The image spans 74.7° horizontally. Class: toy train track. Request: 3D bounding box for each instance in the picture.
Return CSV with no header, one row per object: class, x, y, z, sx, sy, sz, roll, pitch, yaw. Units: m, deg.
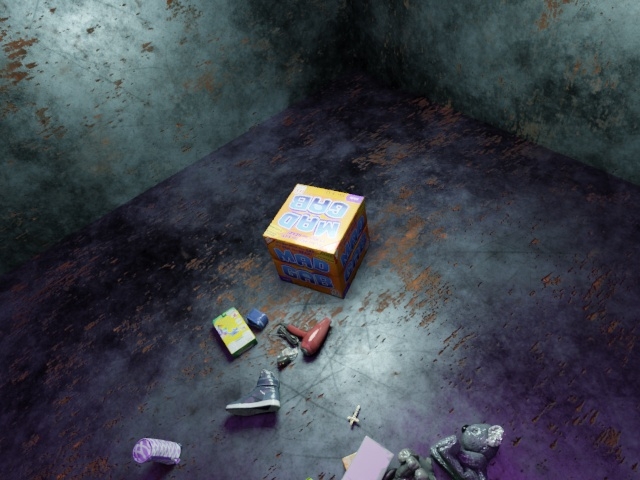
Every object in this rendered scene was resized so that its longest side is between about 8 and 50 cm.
toy train track,0.136,0.684,1.636,0.048,0.014,0.083,10,47,29

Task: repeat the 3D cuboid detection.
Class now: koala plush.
koala plush,0.523,0.713,1.419,0.221,0.196,0.203,-36,63,-18

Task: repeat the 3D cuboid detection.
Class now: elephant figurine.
elephant figurine,0.263,0.830,1.398,0.239,0.186,0.169,-50,15,5

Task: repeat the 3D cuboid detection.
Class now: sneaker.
sneaker,-0.274,0.626,1.730,0.227,0.086,0.163,-10,47,6

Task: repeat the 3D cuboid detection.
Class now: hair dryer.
hair dryer,-0.086,0.416,1.873,0.294,0.080,0.223,-18,48,-4

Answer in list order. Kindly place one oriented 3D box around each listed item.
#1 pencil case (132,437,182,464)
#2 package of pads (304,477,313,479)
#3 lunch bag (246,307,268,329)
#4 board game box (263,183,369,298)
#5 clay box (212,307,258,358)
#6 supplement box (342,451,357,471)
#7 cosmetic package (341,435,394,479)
pencil case,-0.613,0.802,1.581,0.086,0.206,0.088,-44,56,-7
package of pads,-0.009,0.944,1.321,0.297,0.101,0.229,40,81,20
lunch bag,-0.302,0.371,1.968,0.099,0.067,0.065,21,57,29
board game box,0.000,0.000,2.029,0.357,0.356,0.356,14,54,23
clay box,-0.402,0.425,1.954,0.128,0.053,0.222,-33,49,-15
supplement box,0.135,0.803,1.515,0.099,0.036,0.062,-22,50,-7
cosmetic package,0.147,0.810,1.437,0.117,0.085,0.231,29,66,20
